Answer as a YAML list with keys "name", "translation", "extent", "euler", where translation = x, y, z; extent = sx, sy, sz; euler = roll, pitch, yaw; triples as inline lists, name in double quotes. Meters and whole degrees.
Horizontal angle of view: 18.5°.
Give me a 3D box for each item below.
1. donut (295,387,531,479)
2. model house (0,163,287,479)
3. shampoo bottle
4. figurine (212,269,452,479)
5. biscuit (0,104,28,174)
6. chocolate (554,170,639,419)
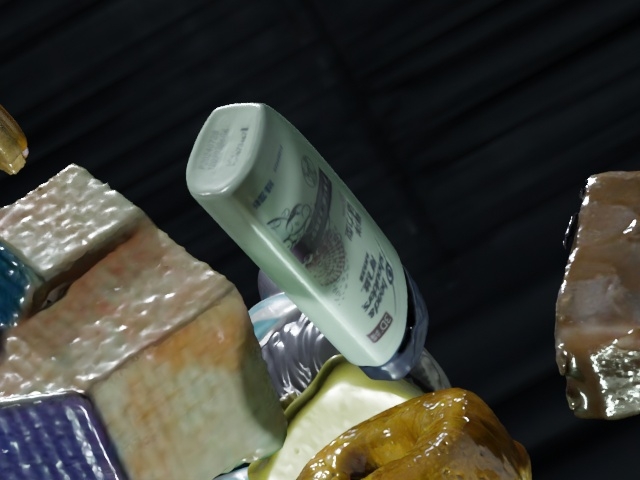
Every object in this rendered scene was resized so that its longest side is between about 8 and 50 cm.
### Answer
- name: "donut"
  translation: [0.077, 0.222, 1.708]
  extent: [0.113, 0.227, 0.226]
  euler: [59, -174, -13]
- name: "model house"
  translation: [-0.241, 0.123, 1.784]
  extent: [0.312, 0.280, 0.245]
  euler: [34, 152, 42]
- name: "shampoo bottle"
  translation: [0.000, 0.000, 1.921]
  extent: [0.359, 0.078, 0.134]
  euler: [48, -132, -44]
- name: "figurine"
  translation: [-0.034, 0.216, 2.320]
  extent: [0.266, 0.361, 0.377]
  euler: [50, -178, -27]
- name: "biscuit"
  translation: [-0.360, -0.137, 2.056]
  extent: [0.170, 0.050, 0.170]
  euler: [39, 169, 9]
- name: "chocolate"
  translation: [0.274, 0.050, 1.757]
  extent: [0.148, 0.093, 0.214]
  euler: [66, -149, -41]
